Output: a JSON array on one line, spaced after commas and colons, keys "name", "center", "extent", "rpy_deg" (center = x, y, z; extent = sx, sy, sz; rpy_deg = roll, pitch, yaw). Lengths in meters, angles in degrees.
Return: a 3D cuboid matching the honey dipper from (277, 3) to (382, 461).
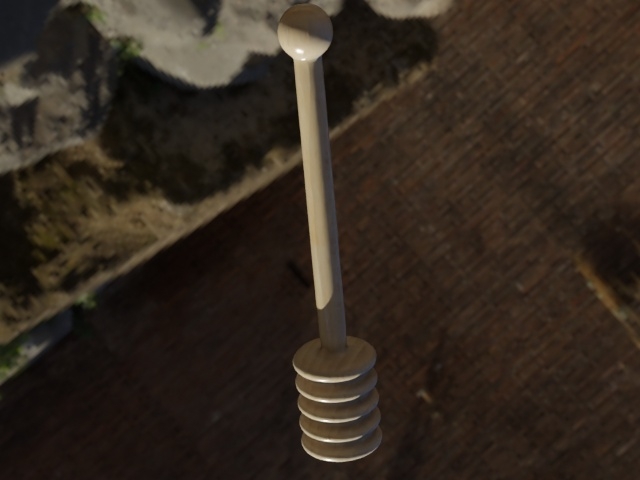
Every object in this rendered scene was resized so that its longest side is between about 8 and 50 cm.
[{"name": "honey dipper", "center": [0.000, 0.000, 0.415], "extent": [0.030, 0.161, 0.030], "rpy_deg": [-6, -158, 2]}]
